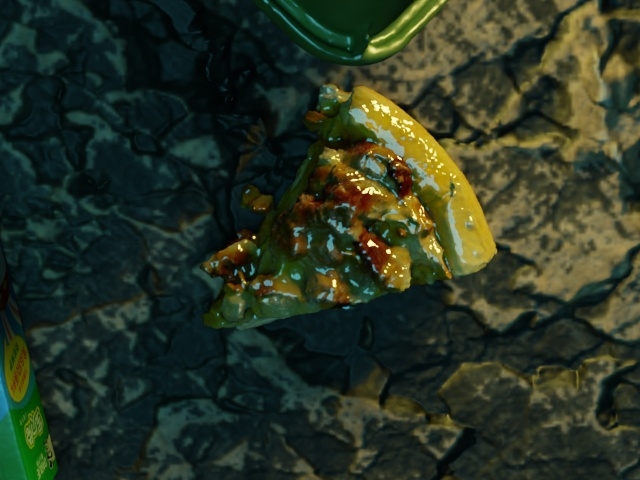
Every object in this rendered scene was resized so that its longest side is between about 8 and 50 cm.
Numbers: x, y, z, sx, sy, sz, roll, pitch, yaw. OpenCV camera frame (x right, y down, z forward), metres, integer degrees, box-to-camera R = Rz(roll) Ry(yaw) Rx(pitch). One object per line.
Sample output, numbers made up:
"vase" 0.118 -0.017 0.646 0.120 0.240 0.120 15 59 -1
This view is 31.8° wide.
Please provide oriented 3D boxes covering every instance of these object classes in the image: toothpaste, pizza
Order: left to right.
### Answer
"toothpaste" -0.231 0.046 0.734 0.050 0.065 0.266 -10 103 1
"pizza" 0.001 0.001 0.712 0.194 0.069 0.154 -38 101 8

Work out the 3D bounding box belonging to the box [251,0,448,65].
"box" -0.003 -0.283 0.551 0.329 0.178 0.252 42 74 -7
